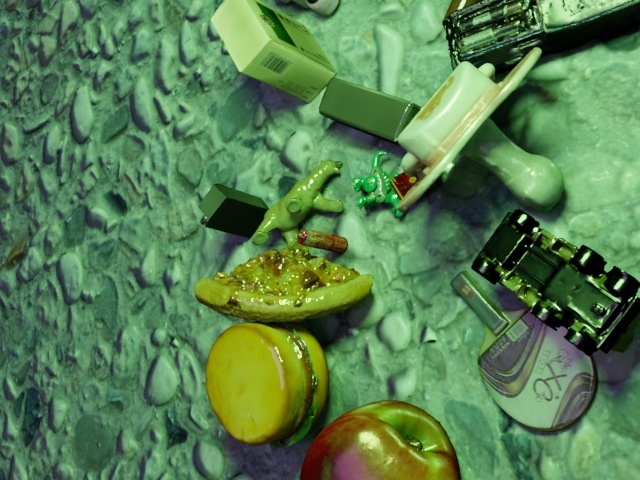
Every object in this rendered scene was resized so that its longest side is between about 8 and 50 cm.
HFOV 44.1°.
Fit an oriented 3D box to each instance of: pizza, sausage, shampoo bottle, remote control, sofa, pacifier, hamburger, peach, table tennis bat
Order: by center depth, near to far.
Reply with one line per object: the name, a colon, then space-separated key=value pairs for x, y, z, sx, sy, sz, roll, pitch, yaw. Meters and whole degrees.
pacifier: x=0.250 y=-0.158 z=1.250 sx=0.332 sy=0.220 sz=0.273 roll=-50 pitch=53 yaw=4
table tennis bat: x=0.311 y=0.163 z=1.260 sx=0.173 sy=0.022 sz=0.301 roll=-49 pitch=56 yaw=19
remote control: x=0.384 y=-0.376 z=1.269 sx=0.399 sy=0.062 sz=0.144 roll=-16 pitch=87 yaw=33
peach: x=0.083 y=0.405 z=1.291 sx=0.248 sy=0.245 sz=0.274 roll=-113 pitch=43 yaw=-60
hamburger: x=-0.087 y=0.259 z=1.466 sx=0.246 sy=0.170 sz=0.246 roll=3 pitch=95 yaw=42
pizza: x=-0.065 y=0.068 z=1.472 sx=0.336 sy=0.086 sz=0.226 roll=-3 pitch=32 yaw=10
shampoo bottle: x=0.110 y=-0.234 z=1.473 sx=0.246 sy=0.080 sz=0.079 roll=28 pitch=99 yaw=39
sausage: x=0.000 y=0.000 z=1.478 sx=0.034 sy=0.129 sz=0.034 roll=-9 pitch=76 yaw=39
sofa: x=-0.184 y=-0.062 z=1.631 sx=0.085 sy=0.147 sz=0.060 roll=-53 pitch=56 yaw=16

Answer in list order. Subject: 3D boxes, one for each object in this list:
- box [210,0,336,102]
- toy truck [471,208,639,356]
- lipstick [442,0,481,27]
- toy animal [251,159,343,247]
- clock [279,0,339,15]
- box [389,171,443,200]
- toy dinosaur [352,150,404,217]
box: x=-0.093 y=-0.391 z=1.589 sx=0.095 sy=0.212 sz=0.168 roll=-46 pitch=57 yaw=23
toy truck: x=0.356 y=0.063 z=1.179 sx=0.257 sy=0.127 sz=0.127 roll=39 pitch=98 yaw=38
lipstick: x=0.311 y=-0.536 z=1.394 sx=0.057 sy=0.057 sz=0.356 roll=30 pitch=99 yaw=39
toy animal: x=-0.040 y=-0.072 z=1.565 sx=0.219 sy=0.103 sz=0.101 roll=-45 pitch=32 yaw=28
clock: x=-0.003 y=-0.608 z=1.647 sx=0.228 sy=0.090 sz=0.247 roll=30 pitch=101 yaw=39
box: x=0.171 y=-0.105 z=1.412 sx=0.082 sy=0.023 sz=0.051 roll=-29 pitch=59 yaw=2
toy dinosaur: x=0.115 y=-0.102 z=1.463 sx=0.096 sy=0.059 sz=0.132 roll=-12 pitch=77 yaw=24
